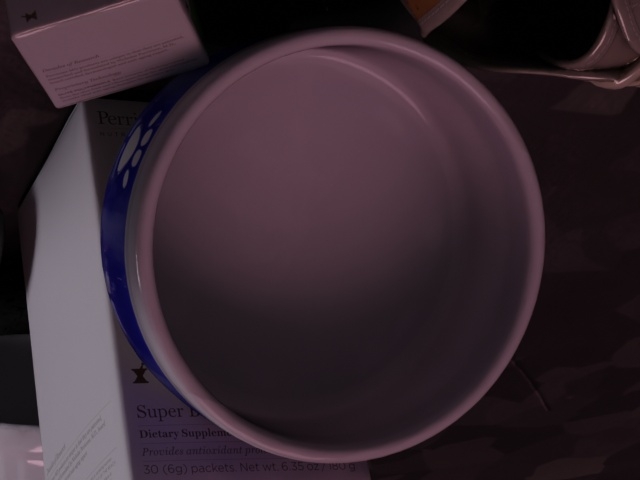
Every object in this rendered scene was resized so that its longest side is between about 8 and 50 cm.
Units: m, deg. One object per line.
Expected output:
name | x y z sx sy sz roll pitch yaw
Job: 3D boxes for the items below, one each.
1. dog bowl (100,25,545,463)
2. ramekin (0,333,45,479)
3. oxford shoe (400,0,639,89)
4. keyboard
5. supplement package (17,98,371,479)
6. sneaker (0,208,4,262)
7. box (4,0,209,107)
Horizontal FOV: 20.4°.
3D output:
dog bowl | 0.000 0.000 1.107 0.265 0.265 0.104 0 -175 -21
ramekin | -0.214 0.174 1.448 0.277 0.135 0.277 3 -168 -1
oxford shoe | 0.212 -0.154 1.153 0.449 0.130 0.169 9 145 -37
keyboard | -0.034 -0.183 1.116 0.100 0.038 0.192 14 152 1
supplement package | -0.100 0.068 1.269 0.177 0.293 0.175 2 152 -25
sneaker | -0.347 0.025 1.323 0.228 0.086 0.132 -30 146 34
box | -0.130 -0.151 1.046 0.102 0.101 0.087 -16 153 5
